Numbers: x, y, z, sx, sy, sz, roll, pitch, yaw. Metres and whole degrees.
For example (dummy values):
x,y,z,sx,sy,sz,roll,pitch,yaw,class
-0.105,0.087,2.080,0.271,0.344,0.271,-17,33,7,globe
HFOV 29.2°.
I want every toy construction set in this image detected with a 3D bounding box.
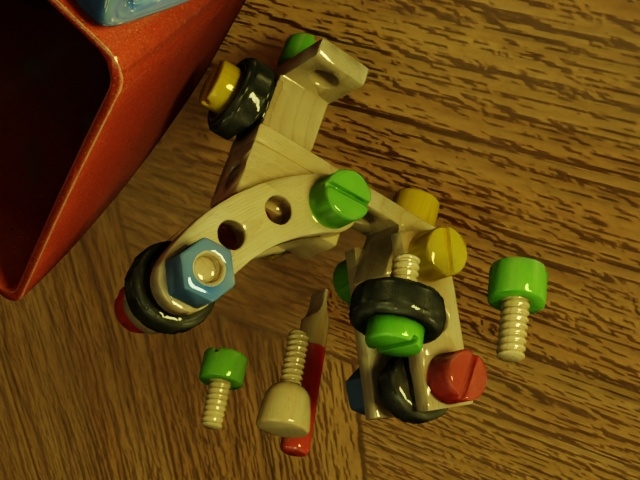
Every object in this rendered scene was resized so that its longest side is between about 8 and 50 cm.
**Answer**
x,y,z,sx,sy,sz,roll,pitch,yaw,class
0.000,0.000,0.881,0.257,0.237,0.309,11,154,-4,toy construction set

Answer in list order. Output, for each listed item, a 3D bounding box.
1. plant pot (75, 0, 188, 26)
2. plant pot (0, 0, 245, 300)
x,y,z,sx,sy,sz,roll,pitch,yaw,class
-0.076,-0.290,0.654,0.212,0.236,0.236,45,139,14,plant pot
-0.185,-0.171,0.829,0.267,0.235,0.267,44,140,5,plant pot
